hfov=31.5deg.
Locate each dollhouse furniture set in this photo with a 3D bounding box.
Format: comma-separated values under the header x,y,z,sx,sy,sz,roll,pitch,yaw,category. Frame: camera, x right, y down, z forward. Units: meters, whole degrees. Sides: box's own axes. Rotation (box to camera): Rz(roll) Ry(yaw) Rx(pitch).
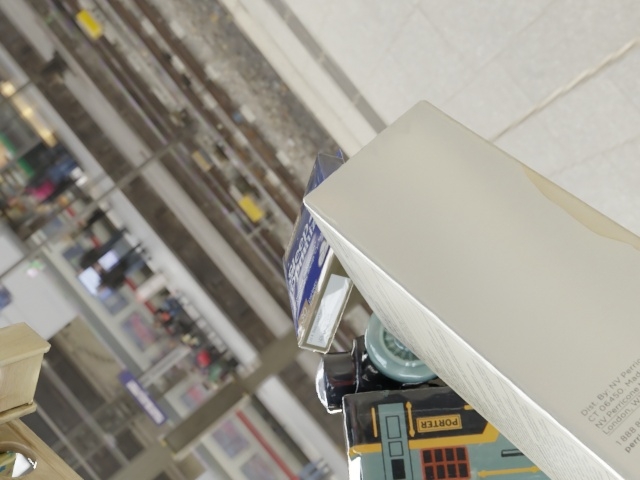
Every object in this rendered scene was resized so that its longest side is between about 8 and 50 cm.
x,y,z,sx,sy,sz,roll,pitch,yaw,category
-0.230,0.169,0.690,0.101,0.161,0.181,35,121,27,dollhouse furniture set

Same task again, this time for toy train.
x,y,z,sx,sy,sz,roll,pitch,yaw,category
0.165,0.147,0.951,0.142,0.334,0.190,89,177,-62,toy train

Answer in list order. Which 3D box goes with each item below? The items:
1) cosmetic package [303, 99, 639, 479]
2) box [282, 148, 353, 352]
x,y,z,sx,sy,sz,roll,pitch,yaw,category
0.138,0.057,0.677,0.309,0.113,0.160,43,171,45,cosmetic package
0.000,0.000,1.180,0.037,0.136,0.225,14,-156,-13,box
